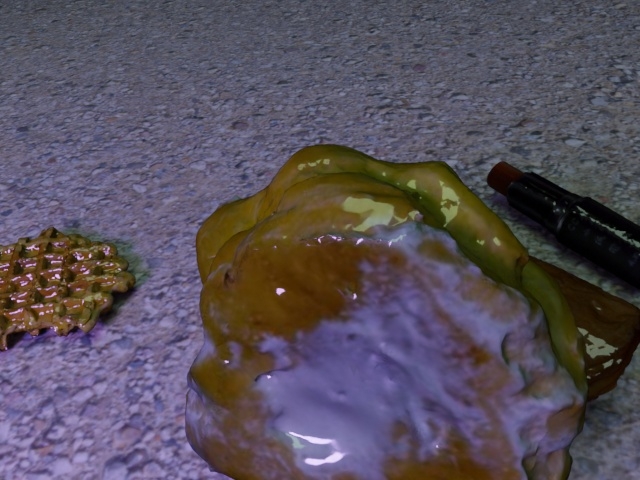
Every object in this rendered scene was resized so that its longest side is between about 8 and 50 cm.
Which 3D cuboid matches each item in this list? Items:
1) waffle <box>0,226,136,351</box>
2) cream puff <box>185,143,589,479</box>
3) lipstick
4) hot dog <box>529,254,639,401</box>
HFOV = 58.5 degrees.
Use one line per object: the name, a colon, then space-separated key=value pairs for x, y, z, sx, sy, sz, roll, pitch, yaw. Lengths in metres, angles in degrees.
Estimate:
waffle: x=-0.423 y=0.075 z=0.840 sx=0.290 sy=0.051 sz=0.291 roll=-2 pitch=39 yaw=2
cream puff: x=0.047 y=0.087 z=0.546 sx=0.377 sy=0.379 sz=0.275 roll=11 pitch=22 yaw=19
lipstick: x=0.374 y=-0.035 z=0.858 sx=0.081 sy=0.081 sz=0.299 roll=-25 pitch=44 yaw=-22
hot dog: x=0.222 y=0.081 z=0.673 sx=0.272 sy=0.122 sz=0.196 roll=25 pitch=45 yaw=30
